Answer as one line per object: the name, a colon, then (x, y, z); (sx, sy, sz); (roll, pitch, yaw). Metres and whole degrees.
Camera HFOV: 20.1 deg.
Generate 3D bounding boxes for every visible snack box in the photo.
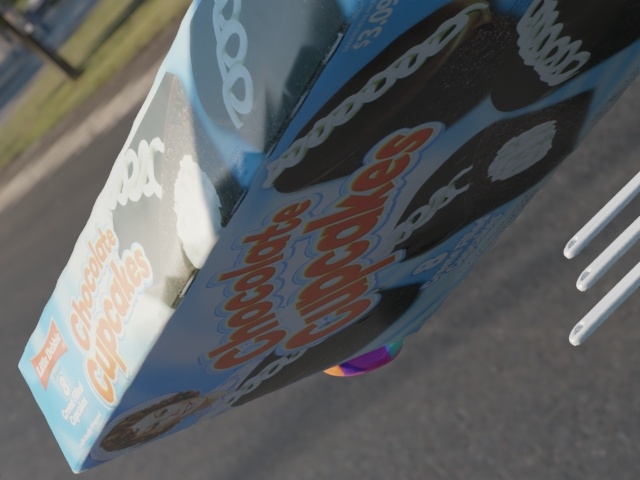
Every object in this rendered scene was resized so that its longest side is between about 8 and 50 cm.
snack box: (0.015, -0.032, 0.660); (0.187, 0.060, 0.322); (-20, -20, -32)

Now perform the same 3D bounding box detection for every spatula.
spatula: (0.241, -0.044, 1.149); (0.242, 0.019, 0.168); (-48, 14, 23)

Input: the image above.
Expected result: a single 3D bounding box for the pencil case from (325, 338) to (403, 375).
pencil case: (0.000, 0.000, 1.514); (0.104, 0.236, 0.104); (-17, 30, 10)
